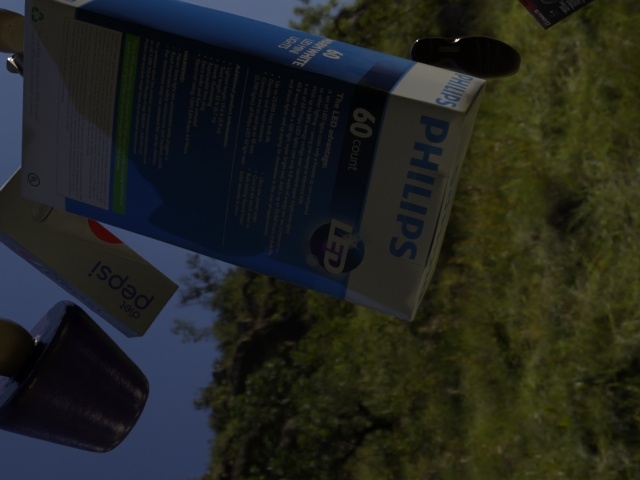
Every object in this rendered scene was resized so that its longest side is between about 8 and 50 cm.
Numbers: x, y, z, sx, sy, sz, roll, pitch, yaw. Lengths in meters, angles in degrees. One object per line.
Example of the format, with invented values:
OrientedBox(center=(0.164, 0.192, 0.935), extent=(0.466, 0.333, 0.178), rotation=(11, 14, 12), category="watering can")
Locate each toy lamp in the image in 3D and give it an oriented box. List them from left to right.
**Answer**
OrientedBox(center=(-0.211, 0.023, 0.459), extent=(0.275, 0.080, 0.080), rotation=(37, -130, -23), category="toy lamp")

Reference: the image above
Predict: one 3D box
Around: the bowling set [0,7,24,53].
OrientedBox(center=(-0.345, -0.211, 0.769), extent=(0.287, 0.154, 0.200), rotation=(13, -85, -62), category="bowling set")

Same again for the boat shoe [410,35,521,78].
OrientedBox(center=(0.244, -0.294, 1.478), extent=(0.072, 0.190, 0.068), rotation=(25, -96, -57), category="boat shoe")

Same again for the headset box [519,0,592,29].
OrientedBox(center=(0.178, -0.203, 0.678), extent=(0.062, 0.083, 0.032), rotation=(40, -129, -20), category="headset box")

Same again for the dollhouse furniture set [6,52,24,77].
OrientedBox(center=(-0.179, -0.185, 0.992), extent=(0.197, 0.301, 0.151), rotation=(1, -59, -47), category="dollhouse furniture set")

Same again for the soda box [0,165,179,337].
OrientedBox(center=(-0.353, 0.020, 1.321), extent=(0.286, 0.091, 0.098), rotation=(41, -111, -15), category="soda box")

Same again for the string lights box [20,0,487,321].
OrientedBox(center=(-0.047, -0.059, 0.545), extent=(0.077, 0.260, 0.133), rotation=(-54, -21, -60), category="string lights box")
